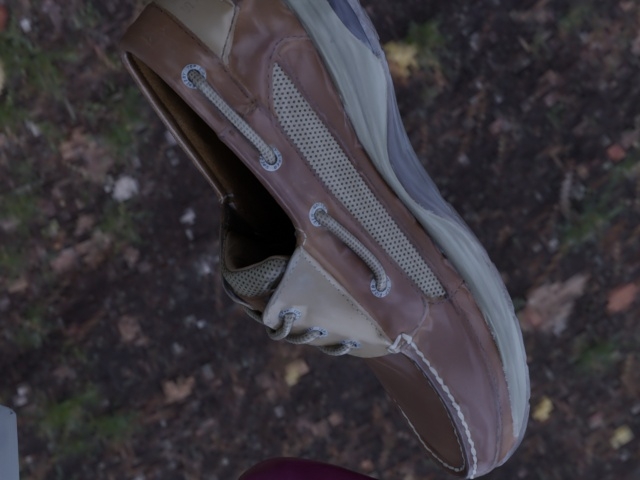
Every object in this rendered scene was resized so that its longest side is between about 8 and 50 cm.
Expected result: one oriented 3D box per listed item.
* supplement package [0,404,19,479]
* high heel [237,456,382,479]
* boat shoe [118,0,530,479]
[{"bbox_3d":[-0.303,0.208,0.766,0.199,0.198,0.262,24,121,-29],"label":"supplement package"},{"bbox_3d":[0.069,0.146,0.654,0.117,0.244,0.082,-36,128,-68],"label":"high heel"},{"bbox_3d":[0.000,0.000,0.770,0.116,0.123,0.324,-37,111,-20],"label":"boat shoe"}]
